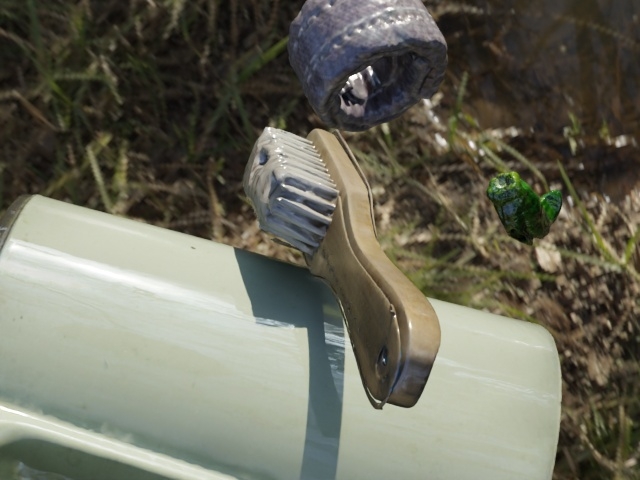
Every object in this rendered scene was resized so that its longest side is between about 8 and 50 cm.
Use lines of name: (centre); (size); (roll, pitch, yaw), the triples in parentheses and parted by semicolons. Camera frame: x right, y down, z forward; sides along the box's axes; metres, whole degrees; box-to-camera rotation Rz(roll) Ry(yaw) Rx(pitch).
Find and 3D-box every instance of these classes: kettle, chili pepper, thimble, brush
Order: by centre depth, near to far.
brush: (0.000, 0.000, 0.733); (0.327, 0.065, 0.070); (-116, 46, -65)
kettle: (-0.061, 0.147, 0.793); (0.376, 0.361, 0.250); (17, 115, -4)
thimble: (0.045, -0.184, 1.219); (0.150, 0.150, 0.098); (-28, 64, 8)
chili pepper: (0.245, -0.033, 1.455); (0.050, 0.182, 0.073); (-13, 78, 24)
